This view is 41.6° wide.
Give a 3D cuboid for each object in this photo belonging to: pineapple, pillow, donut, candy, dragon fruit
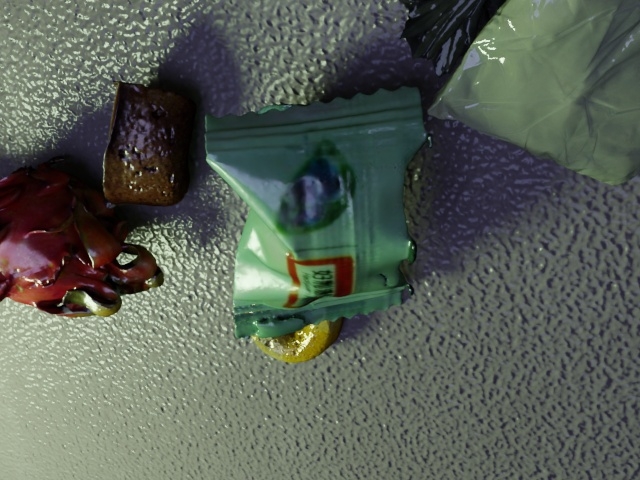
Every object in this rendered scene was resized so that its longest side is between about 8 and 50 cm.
[{"bbox_3d":[0.207,-0.300,0.913,0.277,0.119,0.130,-32,148,35],"label":"pineapple"},{"bbox_3d":[0.299,-0.184,0.902,0.280,0.076,0.274,18,136,-17],"label":"pillow"},{"bbox_3d":[-0.247,-0.125,1.197,0.126,0.144,0.187,8,97,-5],"label":"donut"},{"bbox_3d":[-0.001,-0.005,1.092,0.262,0.172,0.398,-1,143,0],"label":"candy"},{"bbox_3d":[-0.412,0.004,1.284,0.307,0.227,0.243,-6,121,23],"label":"dragon fruit"},{"bbox_3d":[-0.046,0.115,1.291,0.162,0.065,0.178,13,122,15],"label":"donut"}]

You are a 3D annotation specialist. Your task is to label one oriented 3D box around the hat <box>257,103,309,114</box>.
[{"bbox_3d":[-0.022,-0.121,1.134,0.138,0.078,0.191,8,133,8],"label":"hat"}]
